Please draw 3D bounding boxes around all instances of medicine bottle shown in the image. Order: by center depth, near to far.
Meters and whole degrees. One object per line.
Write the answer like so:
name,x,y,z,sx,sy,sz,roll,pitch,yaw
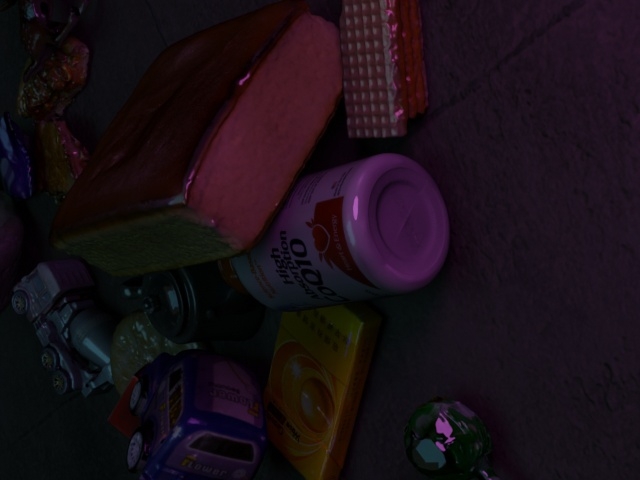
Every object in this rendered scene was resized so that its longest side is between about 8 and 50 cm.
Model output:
medicine bottle,0.000,0.000,1.379,0.288,0.157,0.157,-13,90,48

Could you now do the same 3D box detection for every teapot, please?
teapot,-0.189,0.076,1.648,0.239,0.149,0.163,12,111,48

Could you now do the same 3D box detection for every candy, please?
candy,0.220,0.293,1.286,0.323,0.097,0.097,42,130,24
candy,-0.523,-0.137,2.020,0.275,0.070,0.145,179,78,-71

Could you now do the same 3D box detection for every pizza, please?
pizza,-0.407,-0.129,1.915,0.226,0.069,0.147,2,101,59
pizza,-0.446,-0.266,1.932,0.246,0.058,0.127,-15,89,53

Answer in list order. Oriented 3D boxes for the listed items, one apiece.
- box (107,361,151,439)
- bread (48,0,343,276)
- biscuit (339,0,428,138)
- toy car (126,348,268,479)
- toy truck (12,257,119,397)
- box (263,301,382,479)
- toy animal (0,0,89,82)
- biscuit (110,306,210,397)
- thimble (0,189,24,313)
box,-0.221,0.277,1.766,0.175,0.048,0.112,39,123,7
bread,-0.147,-0.115,1.421,0.143,0.324,0.333,41,149,-26
biscuit,0.061,-0.304,1.311,0.094,0.054,0.379,5,104,49
toy car,-0.158,0.236,1.616,0.158,0.172,0.235,-56,29,30
toy truck,-0.396,0.144,1.958,0.140,0.108,0.257,-44,68,33
box,-0.005,0.175,1.534,0.152,0.043,0.269,42,130,41
toy animal,-0.462,-0.383,1.870,0.260,0.087,0.244,-22,61,40
biscuit,-0.240,0.202,1.805,0.219,0.033,0.220,11,111,32
thimble,-0.685,0.020,2.111,0.291,0.291,0.195,50,140,29
